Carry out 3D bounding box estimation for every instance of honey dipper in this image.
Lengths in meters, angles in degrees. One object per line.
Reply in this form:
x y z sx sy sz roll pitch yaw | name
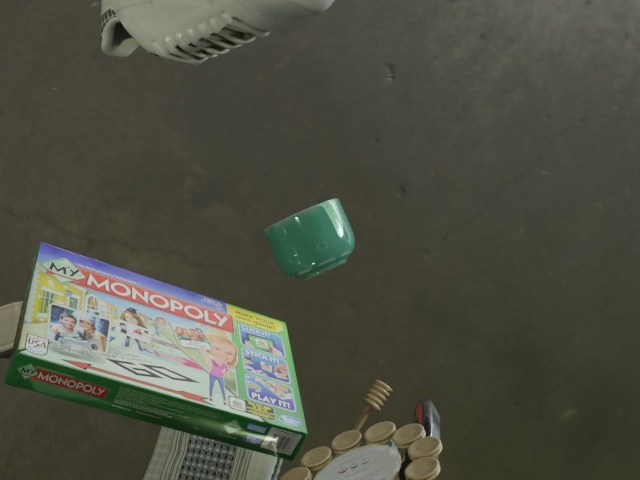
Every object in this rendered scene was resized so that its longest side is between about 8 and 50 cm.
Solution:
0.049 0.274 1.391 0.030 0.030 0.161 40 74 -21 | honey dipper

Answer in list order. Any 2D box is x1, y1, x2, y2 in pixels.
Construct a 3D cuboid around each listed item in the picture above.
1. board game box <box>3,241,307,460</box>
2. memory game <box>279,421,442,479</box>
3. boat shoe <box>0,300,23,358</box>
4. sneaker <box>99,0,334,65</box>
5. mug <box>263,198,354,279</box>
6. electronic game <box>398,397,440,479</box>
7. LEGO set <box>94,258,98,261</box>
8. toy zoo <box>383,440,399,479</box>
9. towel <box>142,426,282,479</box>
-0.177 0.121 1.082 0.317 0.213 0.046 20 116 -20 | board game box
0.039 0.243 1.000 0.186 0.186 0.012 -25 107 -14 | memory game
-0.415 0.130 1.615 0.335 0.095 0.112 -15 66 19 | boat shoe
-0.080 -0.176 0.728 0.090 0.235 0.095 20 86 -46 | sneaker
0.000 0.000 1.524 0.157 0.129 0.097 -22 86 -24 | mug
0.144 0.355 1.480 0.048 0.229 0.229 9 96 2 | electronic game
-0.267 0.141 1.322 0.087 0.093 0.227 -40 140 -12 | LEGO set
0.094 0.496 1.738 0.192 0.030 0.293 32 66 -62 | toy zoo
-0.227 0.473 1.812 0.056 0.312 0.324 40 62 -50 | towel
